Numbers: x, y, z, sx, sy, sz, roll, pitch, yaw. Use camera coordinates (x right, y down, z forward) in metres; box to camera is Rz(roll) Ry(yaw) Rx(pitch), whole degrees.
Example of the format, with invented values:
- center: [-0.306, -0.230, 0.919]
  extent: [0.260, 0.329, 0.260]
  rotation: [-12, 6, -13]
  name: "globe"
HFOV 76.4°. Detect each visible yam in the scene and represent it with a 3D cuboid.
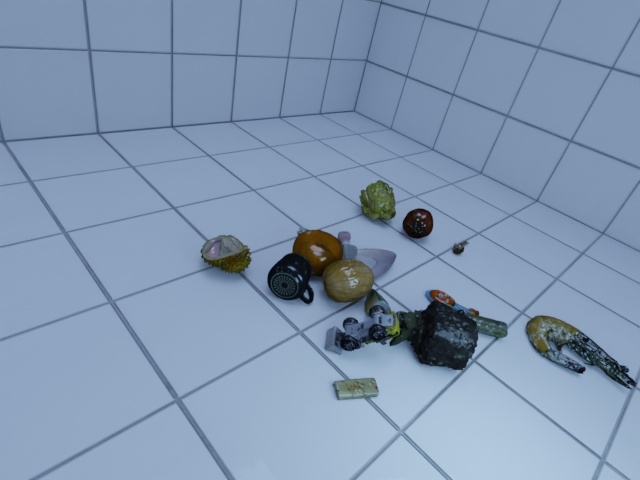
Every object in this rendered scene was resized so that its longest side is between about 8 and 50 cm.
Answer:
- center: [0.715, 0.370, 1.762]
  extent: [0.179, 0.078, 0.078]
  rotation: [15, 33, 1]
  name: "yam"

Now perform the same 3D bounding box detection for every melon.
- center: [0.244, 0.281, 1.734]
  extent: [0.139, 0.093, 0.202]
  rotation: [41, 3, -6]
  name: "melon"

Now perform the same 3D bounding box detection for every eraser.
- center: [0.272, 0.108, 2.002]
  extent: [0.243, 0.059, 0.204]
  rotation: [-13, 41, -29]
  name: "eraser"

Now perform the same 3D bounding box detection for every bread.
- center: [0.122, 0.505, 1.388]
  extent: [0.153, 0.028, 0.068]
  rotation: [1, 37, -15]
  name: "bread"

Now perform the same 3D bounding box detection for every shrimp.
- center: [1.094, 0.480, 1.736]
  extent: [0.272, 0.085, 0.445]
  rotation: [-22, 44, -35]
  name: "shrimp"

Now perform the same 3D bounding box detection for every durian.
- center: [-0.404, 0.066, 1.757]
  extent: [0.183, 0.138, 0.249]
  rotation: [-40, 45, -16]
  name: "durian"

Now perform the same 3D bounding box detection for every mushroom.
- center: [0.805, 0.028, 2.321]
  extent: [0.060, 0.061, 0.187]
  rotation: [25, 30, 26]
  name: "mushroom"

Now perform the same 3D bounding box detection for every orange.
- center: [-0.015, 0.060, 1.867]
  extent: [0.240, 0.171, 0.240]
  rotation: [10, 41, -9]
  name: "orange"

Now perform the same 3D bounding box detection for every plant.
- center: [0.421, 0.352, 1.557]
  extent: [0.312, 0.215, 0.213]
  rotation: [17, 29, 11]
  name: "plant"

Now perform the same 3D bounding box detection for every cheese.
- center: [0.604, 0.291, 1.871]
  extent: [0.256, 0.037, 0.106]
  rotation: [25, 36, 18]
  name: "cheese"

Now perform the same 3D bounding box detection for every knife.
- center: [0.141, 0.036, 2.030]
  extent: [0.081, 0.043, 0.336]
  rotation: [0, 26, -5]
  name: "knife"

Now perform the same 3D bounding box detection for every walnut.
- center: [0.119, 0.171, 1.735]
  extent: [0.221, 0.195, 0.195]
  rotation: [0, 35, -24]
  name: "walnut"

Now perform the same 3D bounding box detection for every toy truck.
- center: [0.155, 0.344, 1.507]
  extent: [0.286, 0.111, 0.136]
  rotation: [-25, 25, 22]
  name: "toy truck"

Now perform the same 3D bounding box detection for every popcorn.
- center: [0.338, -0.227, 2.400]
  extent: [0.212, 0.259, 0.259]
  rotation: [-3, 28, 21]
  name: "popcorn"

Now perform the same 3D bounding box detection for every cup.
- center: [-0.108, 0.166, 1.712]
  extent: [0.223, 0.169, 0.176]
  rotation: [48, 24, -11]
  name: "cup"

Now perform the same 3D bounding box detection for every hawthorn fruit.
- center: [0.571, -0.111, 2.329]
  extent: [0.181, 0.181, 0.235]
  rotation: [24, 39, 15]
  name: "hawthorn fruit"

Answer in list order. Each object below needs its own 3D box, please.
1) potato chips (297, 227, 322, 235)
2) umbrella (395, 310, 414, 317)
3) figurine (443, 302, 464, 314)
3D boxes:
- center: [0.000, 0.007, 2.049]
  extent: [0.228, 0.059, 0.167]
  rotation: [2, 40, -16]
  name: "potato chips"
- center: [0.357, 0.326, 1.709]
  extent: [0.143, 0.067, 0.062]
  rotation: [5, 63, -24]
  name: "umbrella"
- center: [0.571, 0.348, 1.724]
  extent: [0.197, 0.093, 0.147]
  rotation: [36, 53, 29]
  name: "figurine"
